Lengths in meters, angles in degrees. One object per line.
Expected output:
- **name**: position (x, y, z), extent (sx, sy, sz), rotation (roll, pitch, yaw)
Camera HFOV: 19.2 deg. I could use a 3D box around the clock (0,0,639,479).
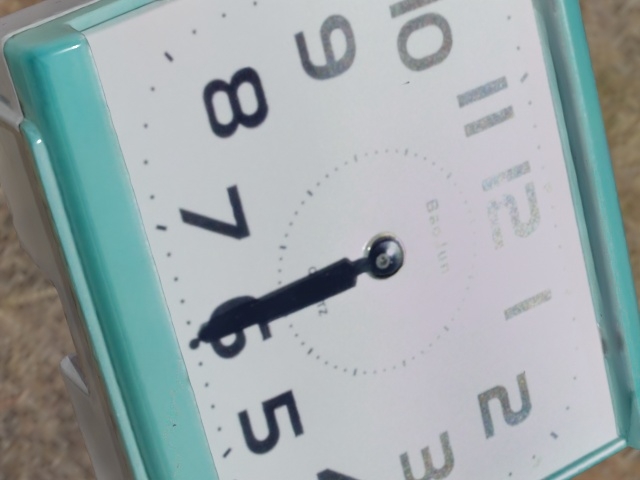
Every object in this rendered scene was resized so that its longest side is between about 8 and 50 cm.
- **clock**: position (0.000, 0.000, 0.757), extent (0.231, 0.262, 0.116), rotation (-24, 24, -22)
